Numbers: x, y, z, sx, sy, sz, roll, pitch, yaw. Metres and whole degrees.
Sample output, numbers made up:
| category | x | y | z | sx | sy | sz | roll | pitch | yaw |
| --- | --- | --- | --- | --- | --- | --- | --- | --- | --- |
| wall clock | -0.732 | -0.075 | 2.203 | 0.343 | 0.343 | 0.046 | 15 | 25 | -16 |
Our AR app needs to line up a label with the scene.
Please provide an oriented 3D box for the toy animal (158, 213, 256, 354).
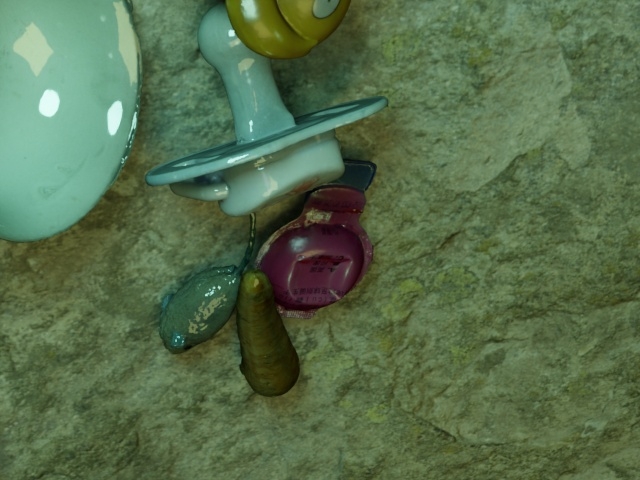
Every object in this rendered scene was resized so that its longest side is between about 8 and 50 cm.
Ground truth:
| category | x | y | z | sx | sy | sz | roll | pitch | yaw |
| --- | --- | --- | --- | --- | --- | --- | --- | --- | --- |
| toy animal | -0.125 | 0.042 | 1.860 | 0.079 | 0.070 | 0.253 | 3 | 125 | -45 |

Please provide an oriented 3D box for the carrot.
| category | x | y | z | sx | sy | sz | roll | pitch | yaw |
| --- | --- | --- | --- | --- | --- | --- | --- | --- | --- |
| carrot | -0.072 | 0.101 | 1.881 | 0.078 | 0.078 | 0.298 | -17 | 148 | -7 |

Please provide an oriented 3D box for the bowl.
| category | x | y | z | sx | sy | sz | roll | pitch | yaw |
| --- | --- | --- | --- | --- | --- | --- | --- | --- | --- |
| bowl | -0.329 | -0.161 | 1.530 | 0.313 | 0.146 | 0.313 | -18 | 113 | -53 |

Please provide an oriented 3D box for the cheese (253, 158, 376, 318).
| category | x | y | z | sx | sy | sz | roll | pitch | yaw |
| --- | --- | --- | --- | --- | --- | --- | --- | --- | --- |
| cheese | 0.000 | 0.000 | 1.874 | 0.155 | 0.062 | 0.244 | 3 | 126 | -24 |

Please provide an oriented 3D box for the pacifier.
| category | x | y | z | sx | sy | sz | roll | pitch | yaw |
| --- | --- | --- | --- | --- | --- | --- | --- | --- | --- |
| pacifier | -0.074 | -0.151 | 1.665 | 0.287 | 0.238 | 0.226 | -20 | 102 | -28 |

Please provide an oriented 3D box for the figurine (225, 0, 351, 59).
| category | x | y | z | sx | sy | sz | roll | pitch | yaw |
| --- | --- | --- | --- | --- | --- | --- | --- | --- | --- |
| figurine | -0.066 | -0.299 | 1.533 | 0.228 | 0.215 | 0.215 | 20 | 121 | -7 |
